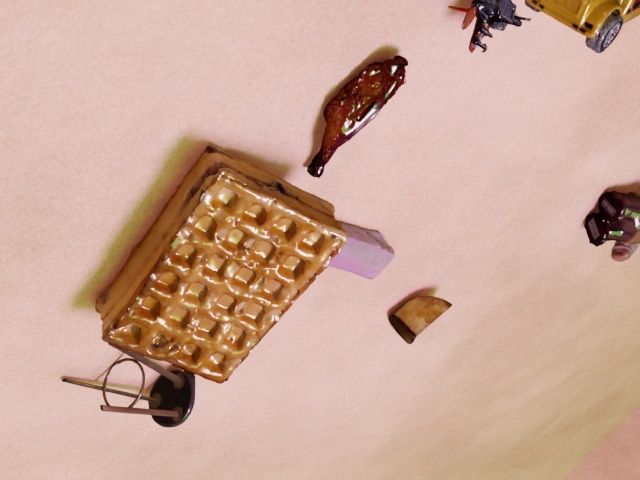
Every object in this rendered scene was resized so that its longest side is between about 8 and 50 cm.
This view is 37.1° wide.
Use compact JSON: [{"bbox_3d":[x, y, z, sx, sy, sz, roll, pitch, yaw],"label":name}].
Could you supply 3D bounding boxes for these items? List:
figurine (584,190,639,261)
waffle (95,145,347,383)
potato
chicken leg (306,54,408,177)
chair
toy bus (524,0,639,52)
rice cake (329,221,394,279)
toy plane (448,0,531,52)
[{"bbox_3d":[0.737,-0.029,1.970,0.365,0.206,0.218,-7,123,-36],"label":"figurine"},{"bbox_3d":[-0.139,0.042,1.272,0.213,0.091,0.308,26,115,-29],"label":"waffle"},{"bbox_3d":[0.188,0.135,1.786,0.103,0.066,0.096,-38,173,-15],"label":"potato"},{"bbox_3d":[0.045,-0.167,1.281,0.205,0.053,0.093,-40,162,12],"label":"chicken leg"},{"bbox_3d":[-0.269,0.230,1.438,0.104,0.095,0.221,-36,150,16],"label":"chair"},{"bbox_3d":[0.408,-0.360,1.245,0.335,0.121,0.123,-30,150,-39],"label":"toy bus"},{"bbox_3d":[0.000,0.000,1.441,0.072,0.056,0.365,-50,146,17],"label":"rice cake"},{"bbox_3d":[0.239,-0.306,1.272,0.189,0.061,0.130,4,100,-50],"label":"toy plane"}]
